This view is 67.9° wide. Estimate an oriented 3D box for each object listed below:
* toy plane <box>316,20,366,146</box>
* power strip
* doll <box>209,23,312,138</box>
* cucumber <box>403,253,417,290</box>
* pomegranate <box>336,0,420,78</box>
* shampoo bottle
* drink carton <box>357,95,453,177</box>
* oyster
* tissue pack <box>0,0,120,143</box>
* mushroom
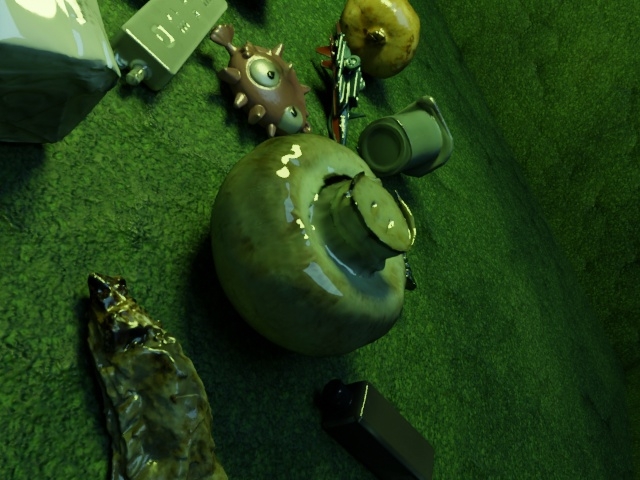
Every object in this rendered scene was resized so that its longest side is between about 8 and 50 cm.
[{"bbox_3d":[0.058,-0.352,1.148,0.223,0.104,0.326,55,27,-67],"label":"toy plane"},{"bbox_3d":[-0.248,-0.357,0.795,0.098,0.058,0.338,42,41,-28],"label":"power strip"},{"bbox_3d":[-0.107,-0.297,0.908,0.262,0.093,0.211,50,43,-23],"label":"doll"},{"bbox_3d":[0.146,-0.011,1.073,0.077,0.077,0.265,13,58,-48],"label":"cucumber"},{"bbox_3d":[0.162,-0.577,1.322,0.248,0.248,0.248,30,47,-39],"label":"pomegranate"},{"bbox_3d":[0.092,0.317,0.788,0.246,0.080,0.079,49,36,-21],"label":"shampoo bottle"},{"bbox_3d":[0.216,-0.250,1.222,0.190,0.185,0.191,-25,91,-52],"label":"drink carton"},{"bbox_3d":[-0.185,0.192,0.528,0.129,0.079,0.345,-17,85,-46],"label":"oyster"},{"bbox_3d":[-0.387,-0.294,0.457,0.266,0.194,0.356,-10,77,-55],"label":"tissue pack"},{"bbox_3d":[0.000,0.000,0.715,0.352,0.260,0.352,27,47,-33],"label":"mushroom"}]
